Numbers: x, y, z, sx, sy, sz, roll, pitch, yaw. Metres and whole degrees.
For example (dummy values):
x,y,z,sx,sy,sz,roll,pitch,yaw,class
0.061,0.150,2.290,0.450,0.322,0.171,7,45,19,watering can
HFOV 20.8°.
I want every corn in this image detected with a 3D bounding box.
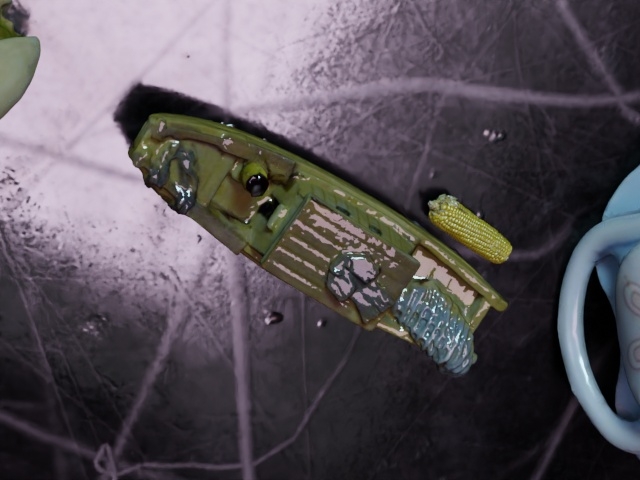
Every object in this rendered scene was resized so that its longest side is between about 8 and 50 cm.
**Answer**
x,y,z,sx,sy,sz,roll,pitch,yaw,class
0.117,-0.010,1.375,0.083,0.027,0.028,33,104,-22,corn

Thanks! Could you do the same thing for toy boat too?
x,y,z,sx,sy,sz,roll,pitch,yaw,class
0.000,0.000,1.304,0.321,0.121,0.089,30,104,-20,toy boat

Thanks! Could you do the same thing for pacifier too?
x,y,z,sx,sy,sz,roll,pitch,yaw,class
0.326,0.068,1.383,0.226,0.238,0.287,-1,80,-43,pacifier

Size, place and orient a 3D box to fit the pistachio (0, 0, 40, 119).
x,y,z,sx,sy,sz,roll,pitch,yaw,class
-0.284,-0.107,1.212,0.185,0.124,0.124,-29,111,-9,pistachio
